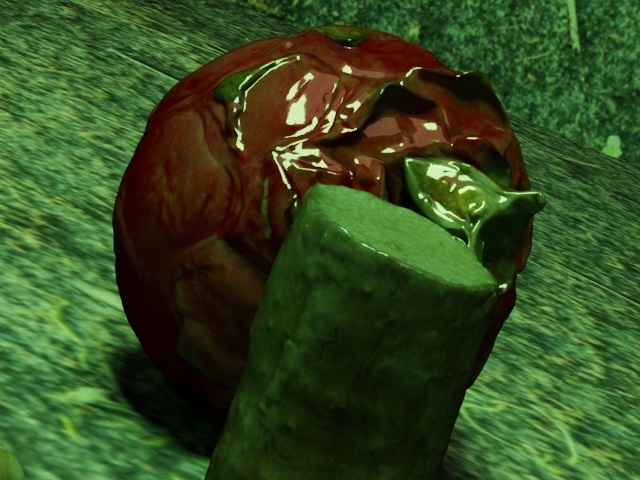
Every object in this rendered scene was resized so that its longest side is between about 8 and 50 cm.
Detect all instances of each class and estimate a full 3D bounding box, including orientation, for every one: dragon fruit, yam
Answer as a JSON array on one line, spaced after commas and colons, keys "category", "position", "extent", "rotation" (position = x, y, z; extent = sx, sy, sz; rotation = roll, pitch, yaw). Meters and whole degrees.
[{"category": "dragon fruit", "position": [0.000, 0.000, 0.685], "extent": [0.172, 0.172, 0.209], "rotation": [18, -18, -6]}, {"category": "yam", "position": [0.009, 0.053, 0.559], "extent": [0.084, 0.127, 0.084], "rotation": [19, 16, -6]}]

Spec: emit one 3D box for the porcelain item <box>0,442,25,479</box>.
[{"category": "porcelain item", "position": [-0.145, 0.042, 0.538], "extent": [0.084, 0.054, 0.213], "rotation": [8, 17, -36]}]
